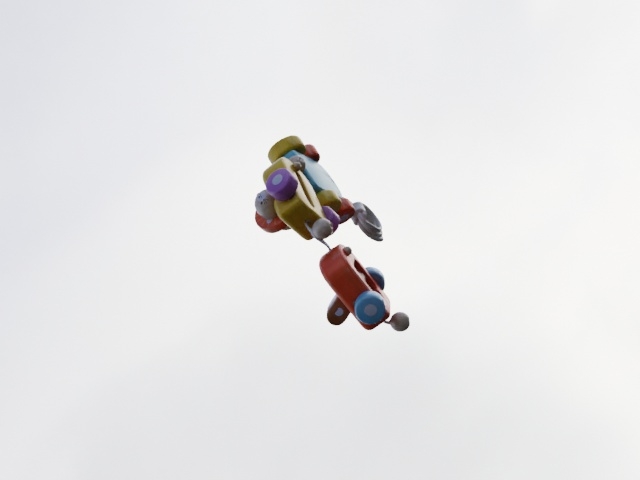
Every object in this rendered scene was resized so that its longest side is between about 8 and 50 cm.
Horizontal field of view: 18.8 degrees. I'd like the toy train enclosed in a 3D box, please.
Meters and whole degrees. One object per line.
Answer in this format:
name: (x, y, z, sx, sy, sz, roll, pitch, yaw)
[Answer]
toy train: (0.000, 0.000, 1.224, 0.046, 0.166, 0.125, -37, -73, 12)
